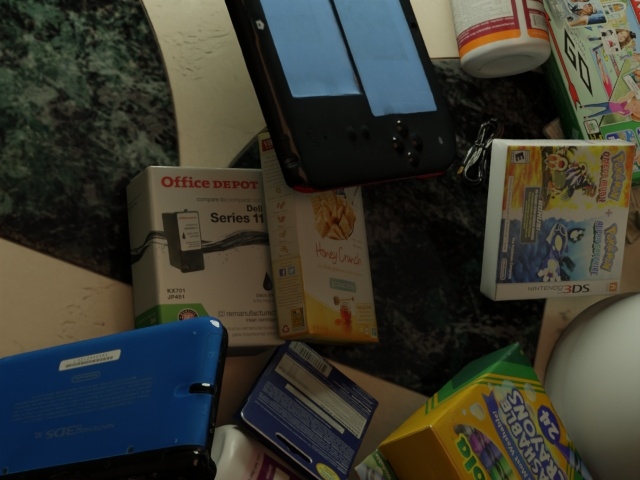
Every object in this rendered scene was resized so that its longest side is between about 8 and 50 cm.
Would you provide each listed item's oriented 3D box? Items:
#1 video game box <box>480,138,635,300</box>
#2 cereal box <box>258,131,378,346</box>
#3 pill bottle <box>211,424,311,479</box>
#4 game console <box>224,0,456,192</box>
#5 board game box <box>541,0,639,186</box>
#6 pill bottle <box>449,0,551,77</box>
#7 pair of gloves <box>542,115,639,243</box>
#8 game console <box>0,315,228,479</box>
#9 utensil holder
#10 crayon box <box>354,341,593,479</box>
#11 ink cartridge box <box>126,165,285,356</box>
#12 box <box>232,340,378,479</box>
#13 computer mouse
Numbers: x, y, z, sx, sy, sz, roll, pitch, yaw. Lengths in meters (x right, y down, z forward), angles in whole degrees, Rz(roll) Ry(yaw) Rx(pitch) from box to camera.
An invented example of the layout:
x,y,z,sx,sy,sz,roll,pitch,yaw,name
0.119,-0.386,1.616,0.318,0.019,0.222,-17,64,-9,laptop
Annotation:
x,y,z,sx,sy,sz,roll,pitch,yaw,name
0.304,-0.027,1.592,0.187,0.048,0.205,-3,105,-21,video game box
0.000,0.000,1.447,0.173,0.047,0.240,13,69,-60,cereal box
-0.025,0.343,1.325,0.301,0.169,0.169,37,64,-12,pill bottle
0.016,-0.249,1.481,0.342,0.060,0.386,-10,79,-56,game console
0.416,-0.231,1.719,0.213,0.046,0.317,-12,76,-19,board game box
0.230,-0.337,1.650,0.121,0.121,0.221,-3,78,-26,pill bottle
0.437,-0.107,1.735,0.240,0.042,0.204,-21,87,-28,pair of gloves
-0.202,0.241,1.238,0.173,0.293,0.250,56,30,-43,game console
0.515,0.192,1.501,0.328,0.385,0.327,6,75,-25,utensil holder
0.188,0.269,1.418,0.323,0.083,0.203,-29,91,-56,crayon box
-0.131,0.024,1.403,0.153,0.087,0.208,-1,76,-26,ink cartridge box
-0.016,0.193,1.357,0.136,0.036,0.225,39,21,-1,box
0.273,-0.068,1.646,0.193,0.042,0.106,37,63,-13,computer mouse
